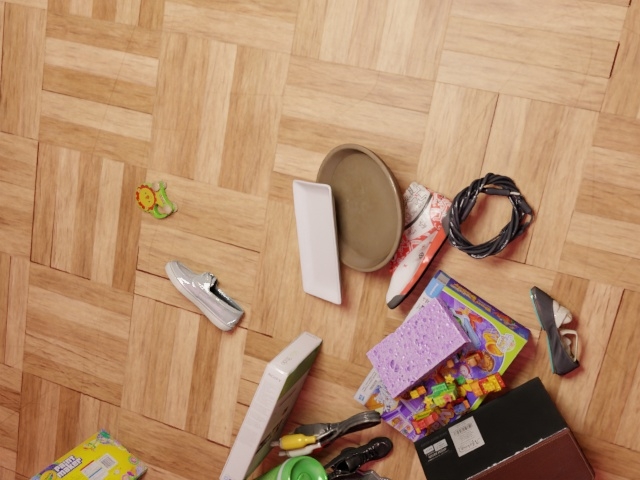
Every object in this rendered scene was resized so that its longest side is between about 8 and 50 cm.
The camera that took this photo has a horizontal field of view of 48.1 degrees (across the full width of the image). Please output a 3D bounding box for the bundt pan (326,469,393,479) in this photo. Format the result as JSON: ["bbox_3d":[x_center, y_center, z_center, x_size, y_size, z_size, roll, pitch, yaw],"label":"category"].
[{"bbox_3d":[0.085,0.723,1.712,0.330,0.124,0.331,4,103,19],"label":"bundt pan"}]

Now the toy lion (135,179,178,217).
[{"bbox_3d":[-0.413,-0.099,1.777,0.096,0.034,0.100,-26,92,30],"label":"toy lion"}]

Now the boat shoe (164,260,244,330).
[{"bbox_3d":[-0.278,0.118,1.751,0.227,0.079,0.081,44,103,2],"label":"boat shoe"}]

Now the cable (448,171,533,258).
[{"bbox_3d":[0.337,-0.049,1.460,0.184,0.047,0.151,-32,100,-6],"label":"cable"}]

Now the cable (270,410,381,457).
[{"bbox_3d":[0.031,0.458,1.656,0.287,0.139,0.072,-18,55,31],"label":"cable"}]

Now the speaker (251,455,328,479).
[{"bbox_3d":[-0.105,0.608,1.711,0.131,0.131,0.296,51,134,4],"label":"speaker"}]

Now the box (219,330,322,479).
[{"bbox_3d":[-0.111,0.386,1.655,0.058,0.232,0.322,28,109,12],"label":"box"}]

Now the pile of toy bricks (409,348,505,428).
[{"bbox_3d":[0.263,0.313,1.485,0.212,0.105,0.118,-28,90,22],"label":"pile of toy bricks"}]

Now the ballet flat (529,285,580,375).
[{"bbox_3d":[0.491,0.182,1.481,0.074,0.074,0.203,-15,102,22],"label":"ballet flat"}]

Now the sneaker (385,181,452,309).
[{"bbox_3d":[0.179,0.006,1.549,0.145,0.090,0.270,35,107,12],"label":"sneaker"}]

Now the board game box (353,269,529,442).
[{"bbox_3d":[0.261,0.274,1.578,0.233,0.078,0.347,34,110,11],"label":"board game box"}]

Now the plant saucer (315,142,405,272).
[{"bbox_3d":[0.086,-0.070,1.530,0.277,0.041,0.278,23,120,47],"label":"plant saucer"}]

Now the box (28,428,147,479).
[{"bbox_3d":[-0.656,0.705,1.888,0.177,0.290,0.279,37,110,10],"label":"box"}]

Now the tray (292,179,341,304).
[{"bbox_3d":[0.000,0.000,1.609,0.145,0.030,0.271,16,116,53],"label":"tray"}]

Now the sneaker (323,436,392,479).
[{"bbox_3d":[0.085,0.517,1.686,0.170,0.089,0.051,-23,93,23],"label":"sneaker"}]

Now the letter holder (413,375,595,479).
[{"bbox_3d":[0.389,0.467,1.507,0.301,0.152,0.214,-31,122,9],"label":"letter holder"}]

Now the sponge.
[{"bbox_3d":[0.203,0.226,1.507,0.210,0.031,0.117,-44,60,24],"label":"sponge"}]
